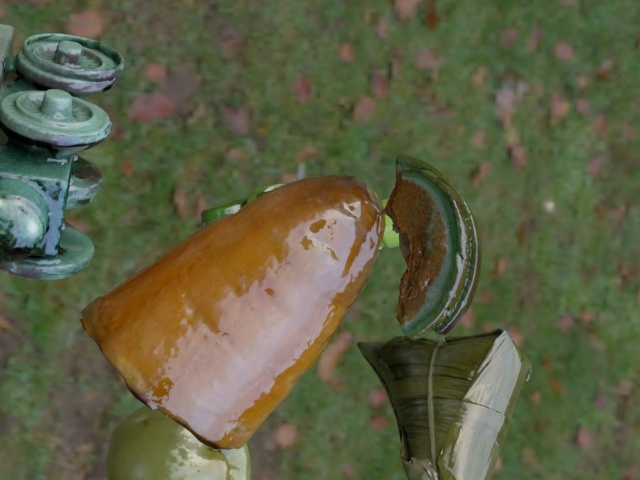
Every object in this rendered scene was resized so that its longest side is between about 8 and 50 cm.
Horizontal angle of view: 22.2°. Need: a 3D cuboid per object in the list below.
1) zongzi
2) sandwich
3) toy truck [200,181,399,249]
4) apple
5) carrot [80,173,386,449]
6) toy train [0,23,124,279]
[{"bbox_3d":[0.088,0.184,1.612,0.094,0.204,0.205,51,51,-44],"label":"zongzi"},{"bbox_3d":[0.078,0.000,1.156,0.029,0.067,0.135,18,58,-63],"label":"sandwich"},{"bbox_3d":[-0.020,0.006,1.745,0.210,0.187,0.148,-24,99,-60],"label":"toy truck"},{"bbox_3d":[-0.187,0.294,2.151,0.200,0.200,0.200,-12,106,-50],"label":"apple"},{"bbox_3d":[-0.049,0.034,1.212,0.225,0.159,0.159,-45,141,11],"label":"carrot"},{"bbox_3d":[-0.274,-0.078,1.268,0.304,0.221,0.150,-97,-163,-65],"label":"toy train"}]
